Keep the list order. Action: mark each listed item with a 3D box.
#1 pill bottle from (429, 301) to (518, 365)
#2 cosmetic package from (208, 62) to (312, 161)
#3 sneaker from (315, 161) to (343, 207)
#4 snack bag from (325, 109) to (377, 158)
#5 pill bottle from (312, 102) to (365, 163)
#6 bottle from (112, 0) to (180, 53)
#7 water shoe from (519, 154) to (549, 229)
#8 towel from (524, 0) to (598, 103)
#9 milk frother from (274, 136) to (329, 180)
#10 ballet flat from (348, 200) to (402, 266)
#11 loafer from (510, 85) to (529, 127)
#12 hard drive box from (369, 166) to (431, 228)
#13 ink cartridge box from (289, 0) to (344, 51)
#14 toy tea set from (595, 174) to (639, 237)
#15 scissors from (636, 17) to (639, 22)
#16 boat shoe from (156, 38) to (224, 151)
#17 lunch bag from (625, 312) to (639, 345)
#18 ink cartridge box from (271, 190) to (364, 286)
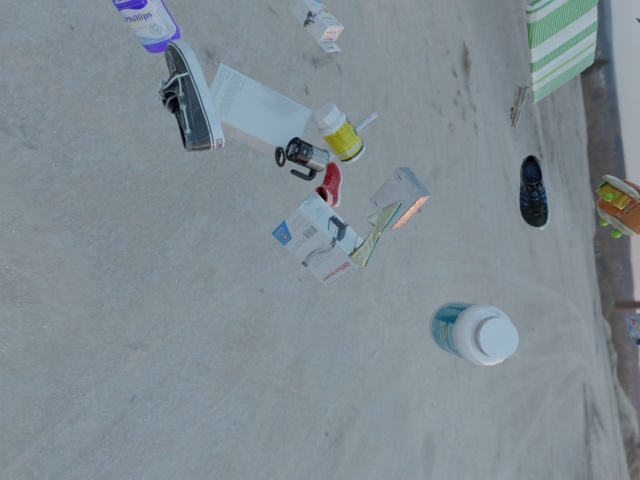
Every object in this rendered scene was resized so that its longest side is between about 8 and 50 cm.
[{"bbox_3d":[0.383,0.230,1.060,0.264,0.146,0.146,125,-36,-82],"label":"pill bottle"},{"bbox_3d":[-0.238,-0.453,1.540,0.365,0.155,0.197,25,81,-18],"label":"cosmetic package"},{"bbox_3d":[0.039,-0.269,1.948,0.128,0.087,0.221,13,68,-55],"label":"sneaker"},{"bbox_3d":[0.091,-0.431,1.863,0.037,0.342,0.323,48,1,-12],"label":"snack bag"},{"bbox_3d":[0.067,-0.393,1.549,0.208,0.119,0.119,47,50,-36],"label":"pill bottle"},{"bbox_3d":[-0.497,-0.651,1.134,0.283,0.118,0.092,63,26,-55],"label":"bottle"},{"bbox_3d":[0.574,-0.130,1.146,0.080,0.073,0.203,15,69,-59],"label":"water shoe"},{"bbox_3d":[0.735,-0.620,1.282,0.325,0.248,0.038,54,2,-46],"label":"towel"},{"bbox_3d":[-0.070,-0.290,1.469,0.134,0.143,0.129,15,111,-44],"label":"milk frother"},{"bbox_3d":[0.166,-0.031,1.336,0.086,0.086,0.248,12,111,-53],"label":"ballet flat"},{"bbox_3d":[0.602,-0.411,1.291,0.045,0.039,0.125,-47,148,-49],"label":"loafer"},{"bbox_3d":[0.362,-0.195,1.943,0.089,0.232,0.181,-12,62,-44],"label":"hard drive box"},{"bbox_3d":[0.001,-0.685,1.327,0.181,0.061,0.104,49,41,3],"label":"ink cartridge box"},{"bbox_3d":[0.728,-0.053,0.995,0.336,0.124,0.200,-1,42,-41],"label":"toy tea set"},{"bbox_3d":[0.947,-0.498,1.058,0.297,0.109,0.021,46,30,4],"label":"scissors"},{"bbox_3d":[-0.319,-0.331,0.963,0.105,0.113,0.306,-17,77,-24],"label":"boat shoe"},{"bbox_3d":[0.923,0.254,1.208,0.071,0.053,0.083,-13,92,-17],"label":"lunch bag"},{"bbox_3d":[0.000,0.000,1.614,0.307,0.223,0.129,45,46,-5],"label":"ink cartridge box"}]
